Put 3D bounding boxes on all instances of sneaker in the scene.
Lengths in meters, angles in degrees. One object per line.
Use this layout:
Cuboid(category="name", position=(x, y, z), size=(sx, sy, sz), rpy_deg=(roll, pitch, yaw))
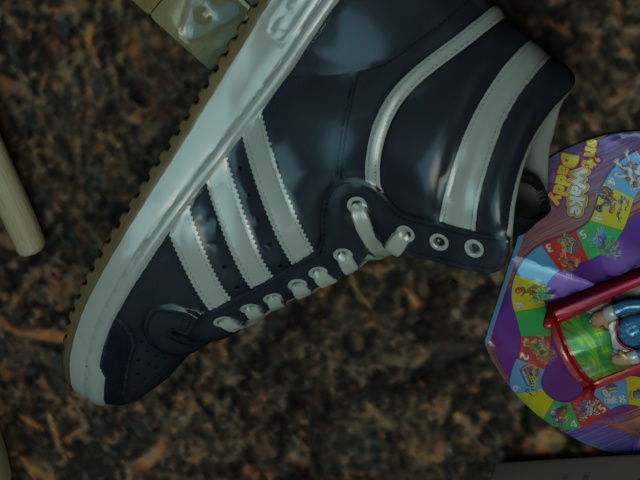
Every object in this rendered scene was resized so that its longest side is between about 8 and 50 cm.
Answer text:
Cuboid(category="sneaker", position=(0.000, 0.000, 0.710), size=(0.153, 0.099, 0.282), rpy_deg=(36, 114, 5))

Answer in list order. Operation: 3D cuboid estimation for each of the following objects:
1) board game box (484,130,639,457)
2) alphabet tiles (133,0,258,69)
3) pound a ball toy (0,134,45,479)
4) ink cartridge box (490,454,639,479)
Cuboid(category="board game box", position=(0.149, 0.033, 0.718), size=(0.133, 0.033, 0.168), rpy_deg=(19, 116, 8))
Cuboid(category="alphabet tiles", position=(-0.080, -0.223, 0.694), size=(0.237, 0.009, 0.198), rpy_deg=(41, 117, -3))
Cuboid(category="pound a ball toy", position=(-0.245, 0.016, 0.773), size=(0.208, 0.136, 0.319), rpy_deg=(-8, 110, 20))
Cuboid(category="ink cartridge box", position=(0.184, 0.180, 0.738), size=(0.203, 0.086, 0.148), rpy_deg=(-5, 112, 19))
